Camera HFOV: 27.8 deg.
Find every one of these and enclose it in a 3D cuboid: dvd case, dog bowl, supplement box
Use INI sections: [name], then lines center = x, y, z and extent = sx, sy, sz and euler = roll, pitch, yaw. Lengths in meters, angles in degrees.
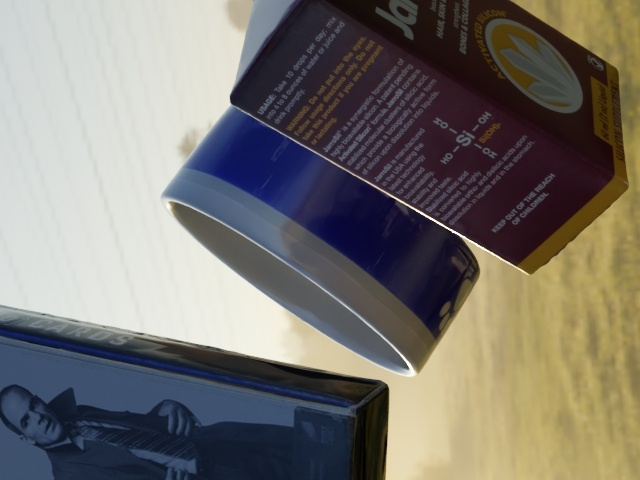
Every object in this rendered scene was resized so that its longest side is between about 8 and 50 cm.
[dvd case]
center = -0.096, 0.109, 0.413
extent = 0.029, 0.239, 0.179
euler = -27, -57, -61
[dog bowl]
center = 0.000, 0.000, 1.098
extent = 0.104, 0.265, 0.265
euler = -55, -11, -10
[supplement box]
center = 0.058, -0.080, 0.660
extent = 0.081, 0.188, 0.104
euler = -48, 21, 38
